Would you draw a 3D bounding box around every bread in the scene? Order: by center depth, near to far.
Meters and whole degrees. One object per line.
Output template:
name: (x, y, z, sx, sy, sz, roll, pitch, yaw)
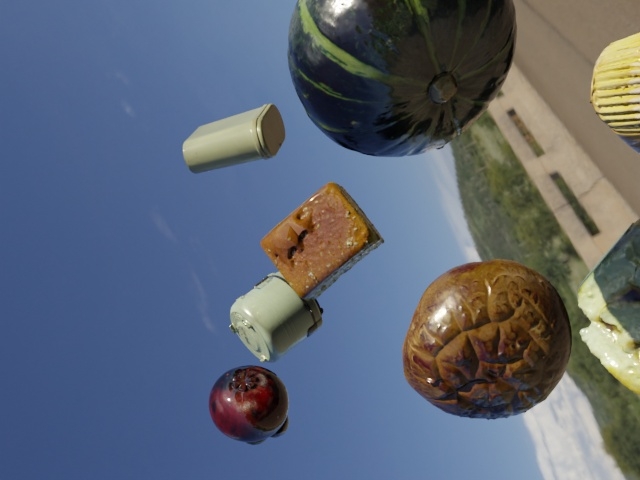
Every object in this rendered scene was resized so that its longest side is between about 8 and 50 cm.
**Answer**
bread: (0.637, -0.254, 1.171, 0.288, 0.204, 0.156, 36, 167, -26)
bread: (0.672, 0.072, 1.255, 0.239, 0.395, 0.264, -18, -126, -40)
bread: (0.000, 0.000, 1.506, 0.184, 0.234, 0.110, 53, -167, 17)

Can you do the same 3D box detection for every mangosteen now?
mangosteen: (-0.152, 0.372, 1.439, 0.200, 0.200, 0.200, 54, -161, -27)

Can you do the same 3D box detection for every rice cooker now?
rice cooker: (-0.125, 0.217, 1.894, 0.226, 0.244, 0.226, 40, 153, 25)

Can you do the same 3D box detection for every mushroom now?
mushroom: (0.236, 0.149, 0.935, 0.253, 0.253, 0.153, 56, -166, -21)

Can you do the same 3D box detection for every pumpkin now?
pumpkin: (0.114, -0.265, 0.910, 0.323, 0.323, 0.241, 43, -160, -49)

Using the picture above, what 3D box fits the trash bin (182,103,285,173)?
trash bin: (-0.244, -0.292, 1.876, 0.243, 0.248, 0.121, -72, -33, -61)
